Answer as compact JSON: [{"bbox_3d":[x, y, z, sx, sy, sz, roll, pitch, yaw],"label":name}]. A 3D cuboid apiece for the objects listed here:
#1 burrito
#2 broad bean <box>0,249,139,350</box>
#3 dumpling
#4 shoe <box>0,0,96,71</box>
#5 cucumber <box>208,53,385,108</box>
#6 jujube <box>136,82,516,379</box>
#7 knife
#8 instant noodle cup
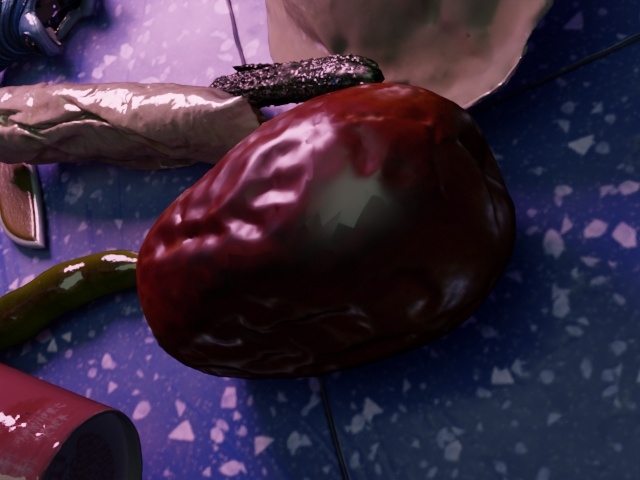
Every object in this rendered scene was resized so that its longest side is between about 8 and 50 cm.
[{"bbox_3d":[-0.217,-0.115,0.993,0.392,0.117,0.076,3,58,28],"label":"burrito"},{"bbox_3d":[-0.267,0.056,0.983,0.255,0.046,0.065,-22,73,14],"label":"broad bean"},{"bbox_3d":[0.076,-0.254,0.856,0.395,0.233,0.315,-34,62,37],"label":"dumpling"},{"bbox_3d":[-0.350,-0.261,1.134,0.207,0.091,0.106,-38,54,-1],"label":"shoe"},{"bbox_3d":[-0.025,-0.149,0.897,0.257,0.043,0.044,6,75,53],"label":"cucumber"},{"bbox_3d":[0.000,0.000,0.796,0.318,0.223,0.223,-25,59,23],"label":"jujube"},{"bbox_3d":[-0.376,-0.118,1.125,0.061,0.027,0.343,-30,58,7],"label":"knife"},{"bbox_3d":[-0.276,0.215,0.824,0.179,0.235,0.234,10,73,18],"label":"instant noodle cup"}]
